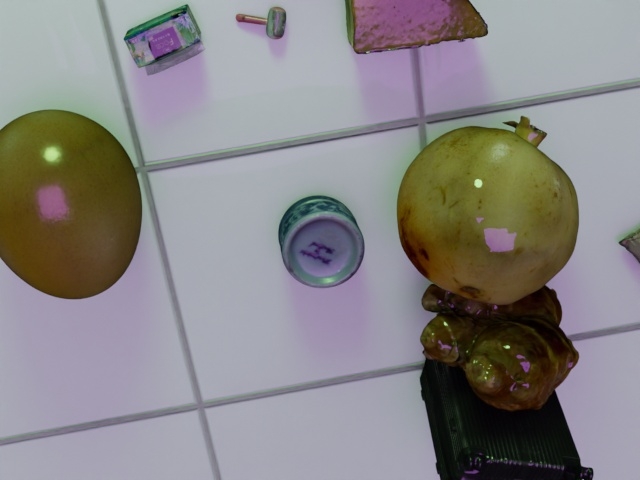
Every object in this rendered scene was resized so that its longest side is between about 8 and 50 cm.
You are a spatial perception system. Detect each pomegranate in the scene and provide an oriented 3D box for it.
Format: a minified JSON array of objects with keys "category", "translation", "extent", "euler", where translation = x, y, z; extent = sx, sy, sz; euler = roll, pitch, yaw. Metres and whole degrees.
[{"category":"pomegranate","translation":[0.284,-0.057,1.388],"extent":[0.319,0.319,0.319],"euler":[-2,113,-5]}]

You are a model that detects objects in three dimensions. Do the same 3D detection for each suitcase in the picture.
[{"category":"suitcase","translation":[0.324,0.329,1.519],"extent":[0.230,0.335,0.152],"euler":[8,126,-10]}]

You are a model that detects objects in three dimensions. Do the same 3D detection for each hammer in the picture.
[{"category":"hammer","translation":[-0.098,-0.361,1.359],"extent":[0.083,0.031,0.052],"euler":[9,109,1]}]

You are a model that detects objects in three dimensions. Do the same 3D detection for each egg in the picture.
[{"category":"egg","translation":[-0.413,-0.053,1.333],"extent":[0.250,0.250,0.322],"euler":[-10,124,-2]}]

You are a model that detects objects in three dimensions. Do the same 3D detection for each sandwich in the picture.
[{"category":"sandwich","translation":[0.148,-0.406,1.320],"extent":[0.220,0.108,0.186],"euler":[-7,114,-1]}]

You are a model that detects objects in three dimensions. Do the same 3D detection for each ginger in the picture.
[{"category":"ginger","translation":[0.314,0.166,1.460],"extent":[0.274,0.357,0.152],"euler":[26,121,-7]}]

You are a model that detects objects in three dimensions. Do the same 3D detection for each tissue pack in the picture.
[{"category":"tissue pack","translation":[-0.247,-0.318,1.328],"extent":[0.111,0.085,0.079],"euler":[-23,114,3]}]

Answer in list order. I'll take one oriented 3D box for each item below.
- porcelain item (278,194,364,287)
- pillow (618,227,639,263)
[{"category":"porcelain item","translation":[0.000,0.000,1.470],"extent":[0.147,0.114,0.147],"euler":[-2,111,-6]},{"category":"pillow","translation":[0.714,0.053,1.594],"extent":[0.173,0.067,0.270],"euler":[-35,111,14]}]
